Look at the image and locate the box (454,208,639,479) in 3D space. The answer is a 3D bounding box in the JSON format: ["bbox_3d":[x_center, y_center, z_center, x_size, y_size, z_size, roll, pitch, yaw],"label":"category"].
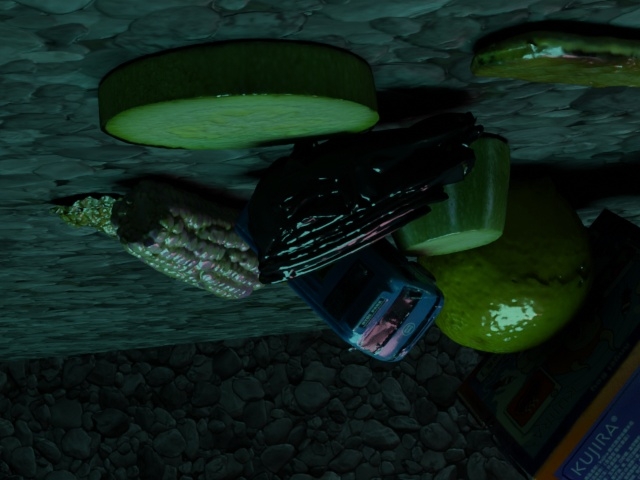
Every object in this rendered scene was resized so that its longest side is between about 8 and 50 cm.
[{"bbox_3d":[0.417,0.186,1.877,0.257,0.348,0.318,35,-173,-17],"label":"box"}]

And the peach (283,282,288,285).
[{"bbox_3d":[0.005,0.006,1.883,0.118,0.151,0.151,12,167,-16],"label":"peach"}]

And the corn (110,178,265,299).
[{"bbox_3d":[-0.161,0.003,1.779,0.126,0.126,0.335,-8,169,20],"label":"corn"}]

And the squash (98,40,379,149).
[{"bbox_3d":[-0.074,-0.124,1.261,0.252,0.049,0.252,-4,174,0],"label":"squash"}]

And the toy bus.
[{"bbox_3d":[0.020,0.027,1.643,0.113,0.246,0.134,-52,149,11],"label":"toy bus"}]

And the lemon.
[{"bbox_3d":[0.238,0.035,1.825,0.228,0.228,0.253,-3,156,-8],"label":"lemon"}]

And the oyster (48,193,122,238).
[{"bbox_3d":[-0.284,-0.033,1.784,0.121,0.045,0.146,12,168,-11],"label":"oyster"}]

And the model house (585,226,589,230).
[{"bbox_3d":[0.302,0.019,2.106,0.239,0.173,0.268,-18,-159,7],"label":"model house"}]

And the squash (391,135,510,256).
[{"bbox_3d":[0.142,-0.053,1.607,0.170,0.123,0.170,-9,168,-2],"label":"squash"}]

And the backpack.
[{"bbox_3d":[0.044,-0.056,1.397,0.258,0.133,0.206,-20,-174,5],"label":"backpack"}]

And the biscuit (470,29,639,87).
[{"bbox_3d":[0.245,-0.158,1.240,0.247,0.029,0.118,1,177,-32],"label":"biscuit"}]
